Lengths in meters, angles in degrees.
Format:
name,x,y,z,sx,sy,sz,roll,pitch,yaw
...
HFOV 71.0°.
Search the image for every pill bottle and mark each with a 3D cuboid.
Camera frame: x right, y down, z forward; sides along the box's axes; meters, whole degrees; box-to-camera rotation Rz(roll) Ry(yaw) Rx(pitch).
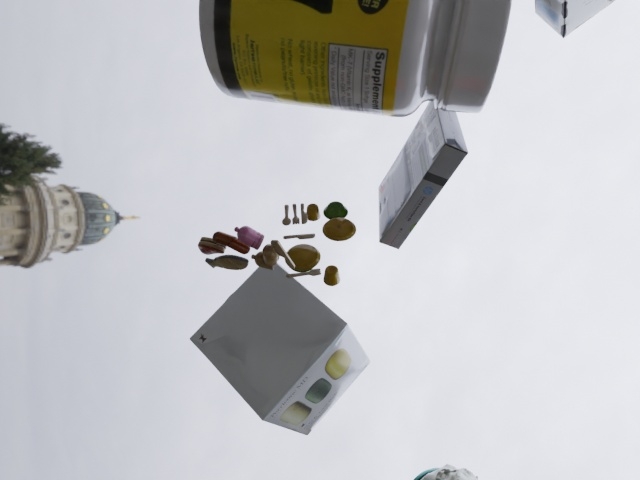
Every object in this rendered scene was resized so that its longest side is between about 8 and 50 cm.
name,x,y,z,sx,sy,sz,roll,pitch,yaw
pill bottle,0.026,-0.160,0.345,0.208,0.119,0.119,9,-81,9

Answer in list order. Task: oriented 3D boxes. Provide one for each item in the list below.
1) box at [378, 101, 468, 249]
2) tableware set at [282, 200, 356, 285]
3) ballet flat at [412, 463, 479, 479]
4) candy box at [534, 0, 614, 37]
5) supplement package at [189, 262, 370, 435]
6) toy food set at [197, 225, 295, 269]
name,x,y,z,sx,sy,sz,roll,pitch,yaw
box,0.142,-0.100,0.668,0.038,0.145,0.186,20,-49,-11
tableware set,0.000,0.000,0.624,0.154,0.103,0.024,-97,-177,-46
ballet flat,0.149,0.452,0.475,0.146,0.147,0.410,3,-79,35
candy box,0.355,-0.385,0.555,0.164,0.196,0.070,-35,-119,13
supplement package,-0.058,0.206,0.834,0.198,0.263,0.199,37,-103,28
toy food set,-0.091,0.008,0.521,0.122,0.078,0.019,1,-124,22
